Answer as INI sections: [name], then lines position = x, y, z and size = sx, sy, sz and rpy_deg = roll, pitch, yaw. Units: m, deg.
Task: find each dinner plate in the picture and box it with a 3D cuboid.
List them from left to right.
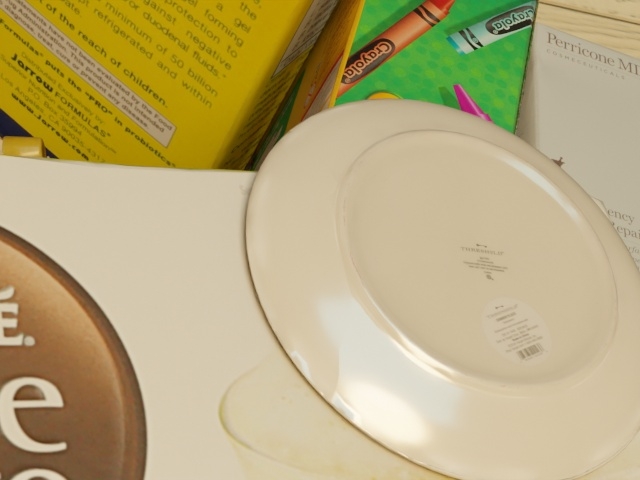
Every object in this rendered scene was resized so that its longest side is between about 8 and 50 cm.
[dinner plate]
position = 0.046, 0.008, 0.406
size = 0.141, 0.017, 0.141
rpy_deg = 13, 52, -18

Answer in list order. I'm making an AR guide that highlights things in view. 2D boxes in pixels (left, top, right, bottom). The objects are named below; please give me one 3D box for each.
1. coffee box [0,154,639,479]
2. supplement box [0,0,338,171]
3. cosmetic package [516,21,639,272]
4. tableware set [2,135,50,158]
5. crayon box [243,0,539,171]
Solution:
[coffee box]
position = -0.081, 0.198, 0.438
size = 0.337, 0.338, 0.334
rpy_deg = 2, 56, -25
[supplement box]
position = -0.052, -0.187, 0.707
size = 0.195, 0.356, 0.194
rpy_deg = 40, 50, 4
[cosmetic package]
position = 0.173, -0.025, 0.880
size = 0.117, 0.085, 0.231
rpy_deg = 16, 54, -15
[tableware set]
position = -0.150, 0.018, 0.686
size = 0.024, 0.104, 0.154
rpy_deg = -6, 66, -2
[crayon box]
position = 0.000, 0.000, 0.652
size = 0.081, 0.278, 0.165
rpy_deg = 23, 51, -9
